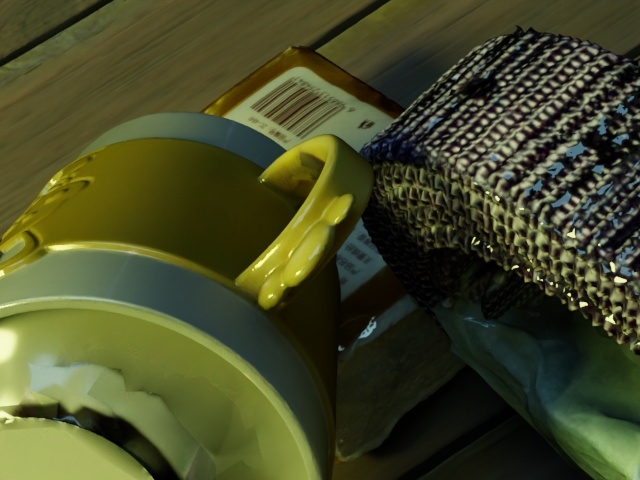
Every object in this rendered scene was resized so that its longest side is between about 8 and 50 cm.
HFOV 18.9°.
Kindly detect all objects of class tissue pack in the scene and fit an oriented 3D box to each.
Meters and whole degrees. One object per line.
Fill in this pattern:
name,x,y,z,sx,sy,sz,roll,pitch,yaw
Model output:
tissue pack,0.000,0.000,1.079,0.183,0.092,0.226,-40,48,-15

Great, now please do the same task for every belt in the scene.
belt,0.148,0.041,0.857,0.122,0.260,0.325,-43,53,-14

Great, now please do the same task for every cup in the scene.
cup,-0.058,0.037,0.851,0.241,0.185,0.226,-43,16,25
